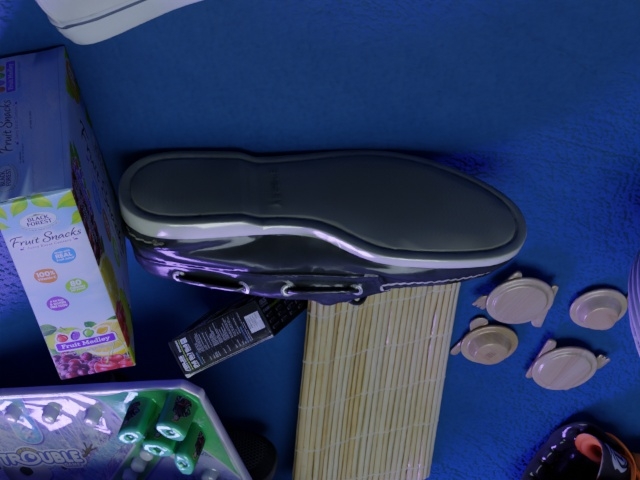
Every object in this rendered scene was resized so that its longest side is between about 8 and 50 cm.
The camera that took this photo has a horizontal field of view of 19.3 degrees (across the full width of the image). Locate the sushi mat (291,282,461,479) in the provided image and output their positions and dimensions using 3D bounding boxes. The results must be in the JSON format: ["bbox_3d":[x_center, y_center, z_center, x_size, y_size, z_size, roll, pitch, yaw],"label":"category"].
[{"bbox_3d":[0.050,0.146,1.794,0.151,0.019,0.316,-14,138,-18],"label":"sushi mat"}]

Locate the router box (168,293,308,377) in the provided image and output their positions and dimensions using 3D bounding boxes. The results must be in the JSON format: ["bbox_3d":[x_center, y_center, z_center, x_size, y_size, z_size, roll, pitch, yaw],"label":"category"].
[{"bbox_3d":[-0.070,0.073,1.664,0.092,0.122,0.038,-27,93,19],"label":"router box"}]

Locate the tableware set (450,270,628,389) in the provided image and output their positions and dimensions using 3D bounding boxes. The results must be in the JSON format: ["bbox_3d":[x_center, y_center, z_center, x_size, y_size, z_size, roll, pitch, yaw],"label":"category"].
[{"bbox_3d":[0.210,0.085,1.774,0.169,0.020,0.141,14,134,-21],"label":"tableware set"}]

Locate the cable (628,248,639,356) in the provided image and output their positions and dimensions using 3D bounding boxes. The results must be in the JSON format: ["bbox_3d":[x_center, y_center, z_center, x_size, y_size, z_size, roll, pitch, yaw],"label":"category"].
[{"bbox_3d":[0.387,0.075,1.617,0.257,0.257,0.089,2,143,-31],"label":"cable"}]

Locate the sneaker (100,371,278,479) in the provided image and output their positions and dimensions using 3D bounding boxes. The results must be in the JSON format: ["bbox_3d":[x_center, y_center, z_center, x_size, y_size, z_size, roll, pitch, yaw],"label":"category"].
[{"bbox_3d":[-0.152,0.193,1.796,0.228,0.087,0.130,5,141,-3],"label":"sneaker"}]

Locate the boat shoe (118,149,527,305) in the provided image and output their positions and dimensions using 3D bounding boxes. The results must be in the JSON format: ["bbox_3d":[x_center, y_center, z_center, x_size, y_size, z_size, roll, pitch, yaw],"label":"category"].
[{"bbox_3d":[-0.001,0.003,1.594,0.340,0.127,0.113,1,136,-5],"label":"boat shoe"}]

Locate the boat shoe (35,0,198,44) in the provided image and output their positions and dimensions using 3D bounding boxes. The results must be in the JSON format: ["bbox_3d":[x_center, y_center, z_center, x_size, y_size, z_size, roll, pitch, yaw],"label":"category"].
[{"bbox_3d":[-0.105,-0.227,1.372,0.258,0.095,0.084,-27,136,18],"label":"boat shoe"}]

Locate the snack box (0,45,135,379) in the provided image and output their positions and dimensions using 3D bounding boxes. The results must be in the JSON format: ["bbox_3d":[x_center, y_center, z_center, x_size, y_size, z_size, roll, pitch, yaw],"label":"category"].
[{"bbox_3d":[-0.207,-0.022,1.511,0.070,0.174,0.207,-11,134,1],"label":"snack box"}]

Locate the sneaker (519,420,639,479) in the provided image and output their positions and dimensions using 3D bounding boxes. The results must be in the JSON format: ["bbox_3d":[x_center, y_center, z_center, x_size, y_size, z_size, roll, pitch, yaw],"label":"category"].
[{"bbox_3d":[0.344,0.248,1.878,0.321,0.124,0.180,-23,134,16],"label":"sneaker"}]

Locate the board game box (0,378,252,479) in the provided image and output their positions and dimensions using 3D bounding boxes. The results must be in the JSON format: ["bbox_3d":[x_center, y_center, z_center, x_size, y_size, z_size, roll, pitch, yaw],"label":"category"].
[{"bbox_3d":[-0.227,0.291,1.809,0.390,0.050,0.390,-5,132,24],"label":"board game box"}]
